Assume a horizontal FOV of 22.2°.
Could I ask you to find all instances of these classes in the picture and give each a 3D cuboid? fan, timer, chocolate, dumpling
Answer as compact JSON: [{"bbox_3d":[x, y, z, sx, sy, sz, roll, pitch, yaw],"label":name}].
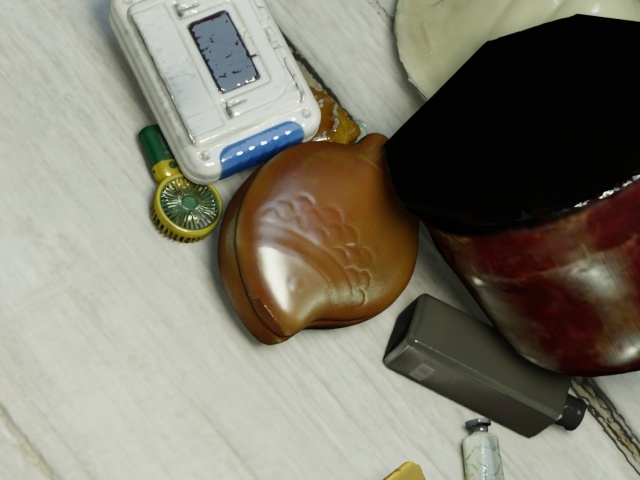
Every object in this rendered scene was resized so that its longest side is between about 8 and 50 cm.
[{"bbox_3d":[-0.171,-0.067,1.906,0.082,0.039,0.155,-13,69,-29],"label":"fan"},{"bbox_3d":[-0.123,-0.207,1.898,0.178,0.078,0.253,-25,80,-15],"label":"timer"},{"bbox_3d":[0.309,-0.023,1.861,0.383,0.384,0.331,-58,137,-35],"label":"chocolate"},{"bbox_3d":[0.252,-0.254,2.094,0.315,0.233,0.395,-24,58,-28],"label":"dumpling"}]

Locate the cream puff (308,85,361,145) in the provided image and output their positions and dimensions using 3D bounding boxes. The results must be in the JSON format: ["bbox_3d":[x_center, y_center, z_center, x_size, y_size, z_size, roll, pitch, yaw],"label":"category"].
[{"bbox_3d":[-0.014,-0.130,1.984,0.122,0.094,0.116,-21,72,-7],"label":"cream puff"}]

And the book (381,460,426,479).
[{"bbox_3d":[0.021,0.440,1.681,0.389,0.032,0.269,-34,102,-33],"label":"book"}]

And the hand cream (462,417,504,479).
[{"bbox_3d":[0.194,0.301,1.876,0.067,0.042,0.194,4,67,-24],"label":"hand cream"}]

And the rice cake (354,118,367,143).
[{"bbox_3d":[0.041,-0.097,2.029,0.021,0.022,0.121,23,57,-22],"label":"rice cake"}]

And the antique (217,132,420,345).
[{"bbox_3d":[0.000,0.000,1.877,0.223,0.129,0.278,45,61,-11],"label":"antique"}]

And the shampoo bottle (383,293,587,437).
[{"bbox_3d":[0.202,0.156,1.932,0.246,0.080,0.079,27,57,-10],"label":"shampoo bottle"}]
